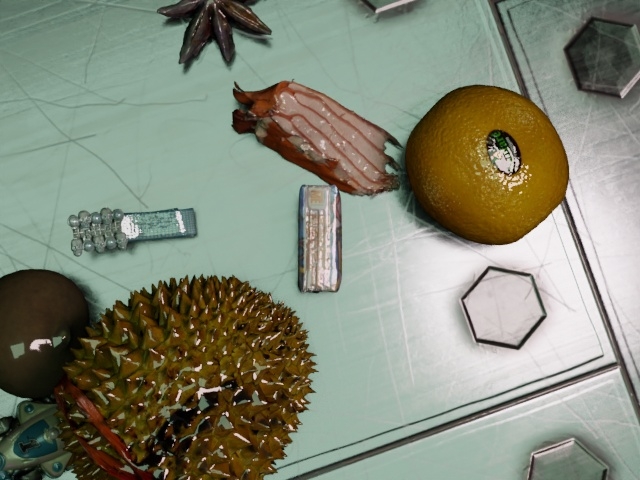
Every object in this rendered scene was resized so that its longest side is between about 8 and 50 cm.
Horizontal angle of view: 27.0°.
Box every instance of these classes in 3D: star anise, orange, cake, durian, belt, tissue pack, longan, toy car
[{"bbox_3d":[-0.145,-0.353,1.968,0.180,0.061,0.205,4,84,4],"label":"star anise"},{"bbox_3d":[0.235,-0.108,1.895,0.236,0.236,0.236,0,87,-2],"label":"orange"},{"bbox_3d":[-0.001,-0.153,1.945,0.287,0.135,0.098,24,72,-9],"label":"cake"},{"bbox_3d":[-0.183,0.225,1.802,0.347,0.347,0.384,20,74,-1],"label":"durian"},{"bbox_3d":[-0.271,-0.020,1.932,0.179,0.100,0.065,-8,91,-5],"label":"belt"},{"bbox_3d":[0.000,0.000,1.929,0.065,0.115,0.155,1,88,1],"label":"tissue pack"},{"bbox_3d":[-0.411,0.131,1.884,0.189,0.189,0.189,0,87,-2],"label":"longan"},{"bbox_3d":[-0.399,0.280,1.896,0.161,0.098,0.126,-23,85,-27],"label":"toy car"}]
